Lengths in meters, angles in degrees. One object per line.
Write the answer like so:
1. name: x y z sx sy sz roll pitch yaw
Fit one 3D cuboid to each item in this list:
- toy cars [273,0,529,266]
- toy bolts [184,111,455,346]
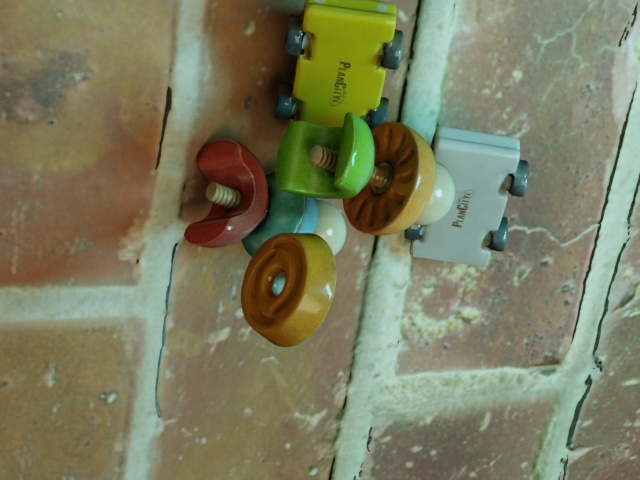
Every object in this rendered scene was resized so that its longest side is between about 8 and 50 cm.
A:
1. toy cars: 0.079 -0.113 1.766 0.176 0.087 0.394 -17 138 32
2. toy bolts: 0.000 0.000 1.714 0.158 0.228 0.218 20 78 -38
